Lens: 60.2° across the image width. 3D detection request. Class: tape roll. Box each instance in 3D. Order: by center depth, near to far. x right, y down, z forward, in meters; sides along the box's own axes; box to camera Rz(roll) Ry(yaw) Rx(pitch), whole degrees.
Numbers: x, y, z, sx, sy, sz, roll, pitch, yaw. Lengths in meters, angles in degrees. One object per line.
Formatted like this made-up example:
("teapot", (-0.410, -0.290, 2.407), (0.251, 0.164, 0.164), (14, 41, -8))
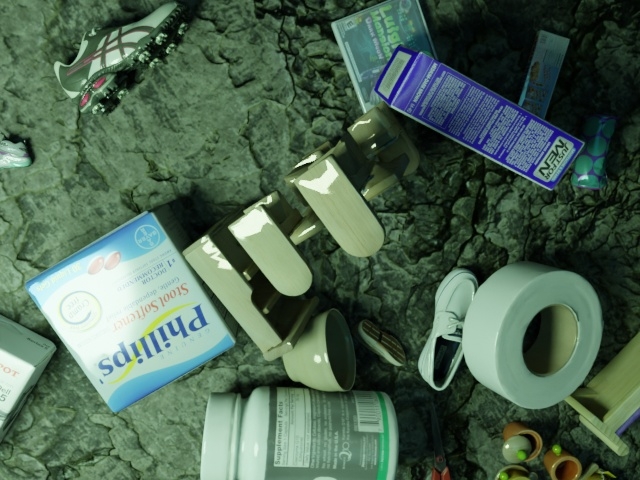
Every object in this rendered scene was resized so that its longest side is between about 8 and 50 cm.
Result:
("tape roll", (0.430, 0.187, 1.115), (0.287, 0.100, 0.285), (-4, 100, -24))

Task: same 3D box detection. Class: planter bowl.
("planter bowl", (-0.008, 0.225, 1.100), (0.109, 0.162, 0.161), (-13, 101, 19))

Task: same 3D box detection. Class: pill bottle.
("pill bottle", (-0.043, 0.395, 1.091), (0.362, 0.204, 0.204), (4, 99, -6))

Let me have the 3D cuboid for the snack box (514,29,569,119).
("snack box", (0.440, -0.323, 1.109), (0.064, 0.022, 0.178), (14, 98, -9))

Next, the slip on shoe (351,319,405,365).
("slip on shoe", (0.121, 0.219, 1.162), (0.135, 0.051, 0.041), (38, 134, -18))

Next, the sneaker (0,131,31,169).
("sneaker", (-0.595, -0.167, 1.028), (0.098, 0.038, 0.069), (-9, 99, -14))

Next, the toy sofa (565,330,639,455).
("toy sofa", (0.709, 0.281, 1.174), (0.177, 0.150, 0.362), (43, 93, -9))

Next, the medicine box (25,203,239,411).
("medicine box", (-0.338, 0.121, 1.043), (0.264, 0.149, 0.289), (-30, 100, 0))

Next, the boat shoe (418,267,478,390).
("boat shoe", (0.278, 0.187, 1.147), (0.095, 0.084, 0.257), (10, 99, -7))

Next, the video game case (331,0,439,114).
("video game case", (0.134, -0.361, 1.073), (0.173, 0.022, 0.190), (-22, 101, -2))

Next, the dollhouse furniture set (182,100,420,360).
("dollhouse furniture set", (0.000, 0.000, 0.964), (0.394, 0.362, 0.256), (-31, 102, 27))

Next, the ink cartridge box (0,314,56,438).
("ink cartridge box", (-0.675, 0.283, 1.053), (0.198, 0.115, 0.272), (31, 95, -10))

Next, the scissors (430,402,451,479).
("scissors", (0.277, 0.503, 1.237), (0.109, 0.021, 0.296), (5, 98, -4))

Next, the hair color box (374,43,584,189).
("hair color box", (0.280, -0.229, 1.007), (0.339, 0.185, 0.110), (25, 110, -14))

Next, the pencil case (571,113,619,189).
("pencil case", (0.558, -0.181, 1.124), (0.070, 0.064, 0.151), (7, 100, 9))

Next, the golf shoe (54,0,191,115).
("golf shoe", (-0.355, -0.349, 0.988), (0.273, 0.105, 0.120), (-42, 94, 2))

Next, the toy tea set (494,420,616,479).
("toy tea set", (0.514, 0.550, 1.212), (0.336, 0.124, 0.200), (35, 95, -10))
